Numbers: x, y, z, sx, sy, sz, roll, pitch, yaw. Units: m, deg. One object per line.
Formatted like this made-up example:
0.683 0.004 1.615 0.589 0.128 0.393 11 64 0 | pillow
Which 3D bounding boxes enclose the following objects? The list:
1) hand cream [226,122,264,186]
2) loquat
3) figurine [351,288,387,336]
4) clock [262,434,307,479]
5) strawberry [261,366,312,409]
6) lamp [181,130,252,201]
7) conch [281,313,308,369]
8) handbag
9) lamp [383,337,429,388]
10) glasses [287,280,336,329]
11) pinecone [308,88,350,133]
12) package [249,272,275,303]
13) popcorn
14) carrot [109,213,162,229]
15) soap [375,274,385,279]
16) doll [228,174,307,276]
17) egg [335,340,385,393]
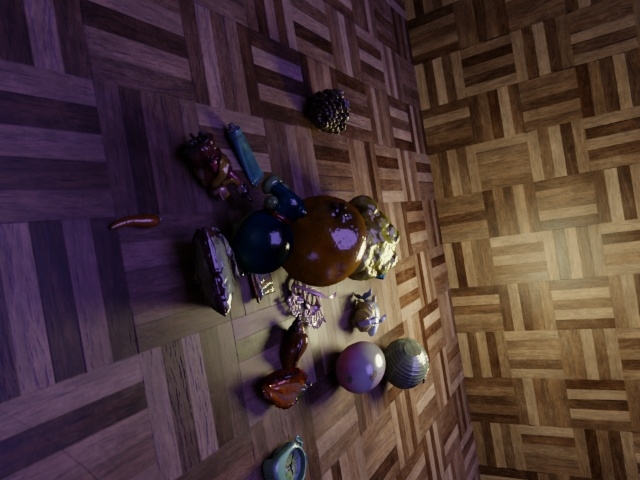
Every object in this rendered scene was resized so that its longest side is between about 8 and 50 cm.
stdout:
-0.251 -0.290 1.530 0.224 0.048 0.083 66 34 -34 | hand cream
0.000 0.000 1.589 0.328 0.328 0.328 22 64 -55 | loquat
0.205 0.325 2.045 0.184 0.128 0.208 -11 83 -57 | figurine
-0.103 0.732 1.482 0.188 0.060 0.148 -26 104 -58 | clock
-0.120 0.473 1.496 0.192 0.085 0.140 -16 118 -34 | strawberry
-0.303 -0.196 1.352 0.253 0.118 0.118 61 36 -40 | lamp
-0.086 0.374 1.585 0.086 0.080 0.233 35 54 -40 | conch
-0.291 0.086 1.265 0.213 0.127 0.235 161 -85 -83 | handbag
0.405 0.592 2.210 0.265 0.233 0.233 -81 147 -54 | lamp
-0.031 0.235 1.703 0.255 0.095 0.162 42 53 -43 | glasses
0.040 -0.552 1.951 0.204 0.179 0.184 -58 147 -62 | pinecone
-0.191 0.140 1.520 0.120 0.031 0.108 -31 110 -63 | package
0.193 0.004 1.947 0.292 0.293 0.334 86 11 -66 | popcorn
-0.454 -0.046 1.134 0.142 0.035 0.035 -11 92 -52 | carrot
0.247 0.038 2.225 0.293 0.077 0.156 64 36 -25 | soap
-0.160 -0.031 1.402 0.322 0.186 0.198 -60 157 0 | doll
0.169 0.511 1.862 0.271 0.196 0.196 9 75 -60 | egg
